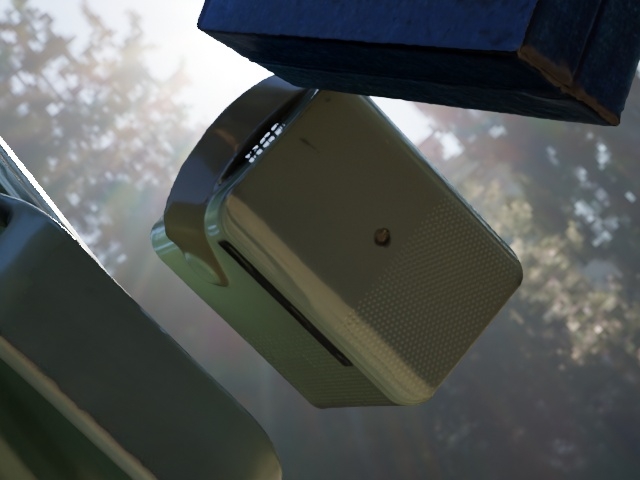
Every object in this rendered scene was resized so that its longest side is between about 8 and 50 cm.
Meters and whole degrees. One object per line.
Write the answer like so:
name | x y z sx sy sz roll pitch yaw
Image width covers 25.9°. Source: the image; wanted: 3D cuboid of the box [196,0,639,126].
box | 0.085 -0.218 0.847 0.116 0.279 0.261 24 -97 -44

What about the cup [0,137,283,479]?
cup | -0.228 0.070 0.855 0.401 0.310 0.392 -16 -52 14

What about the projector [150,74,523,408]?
projector | 0.000 0.000 1.023 0.163 0.242 0.177 -50 14 -22
